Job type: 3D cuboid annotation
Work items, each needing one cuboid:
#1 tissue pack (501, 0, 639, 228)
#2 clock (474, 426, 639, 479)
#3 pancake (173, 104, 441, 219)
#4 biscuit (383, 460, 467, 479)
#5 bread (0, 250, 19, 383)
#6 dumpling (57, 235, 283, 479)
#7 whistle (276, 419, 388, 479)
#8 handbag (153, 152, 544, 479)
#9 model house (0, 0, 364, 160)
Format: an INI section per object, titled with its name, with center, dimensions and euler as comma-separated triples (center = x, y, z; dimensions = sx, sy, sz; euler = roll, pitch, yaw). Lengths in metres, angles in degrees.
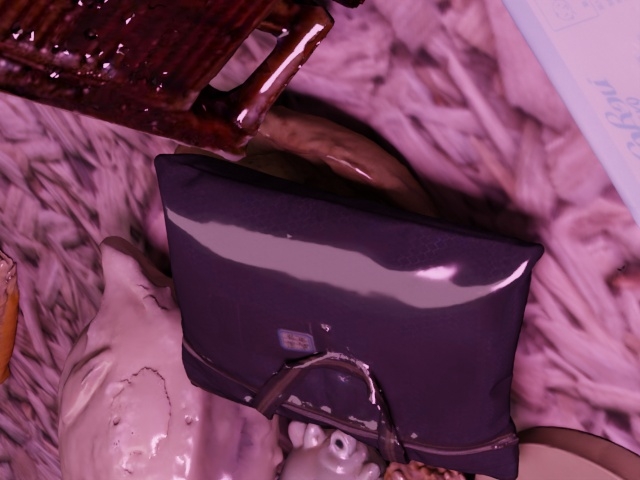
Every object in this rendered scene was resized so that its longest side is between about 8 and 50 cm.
[tissue pack]
center = 0.163, -0.130, 0.709
dimensions = 0.263, 0.089, 0.177
euler = 55, 150, -13
[clock]
center = 0.204, 0.227, 1.098
dimensions = 0.235, 0.029, 0.235
euler = 34, 145, 28
[pancake]
center = 0.000, 0.000, 1.094
dimensions = 0.242, 0.050, 0.242
euler = 26, 144, 21
[biscuit]
center = 0.082, 0.220, 1.181
dimensions = 0.168, 0.070, 0.082
euler = 86, 158, -47
[bread]
center = -0.413, 0.127, 1.570
dimensions = 0.111, 0.239, 0.246
euler = 38, 145, 11
[dumpling]
center = -0.102, 0.158, 1.289
dimensions = 0.187, 0.318, 0.243
euler = -7, 165, 20
[whistle]
center = 0.009, 0.233, 1.278
dimensions = 0.253, 0.106, 0.101
euler = 97, 154, -42
[handbag]
center = 0.016, 0.054, 1.025
dimensions = 0.254, 0.088, 0.211
euler = 14, 133, 18
[model house]
center = -0.126, -0.249, 0.876
dimensions = 0.317, 0.297, 0.282
euler = 52, 120, 26
